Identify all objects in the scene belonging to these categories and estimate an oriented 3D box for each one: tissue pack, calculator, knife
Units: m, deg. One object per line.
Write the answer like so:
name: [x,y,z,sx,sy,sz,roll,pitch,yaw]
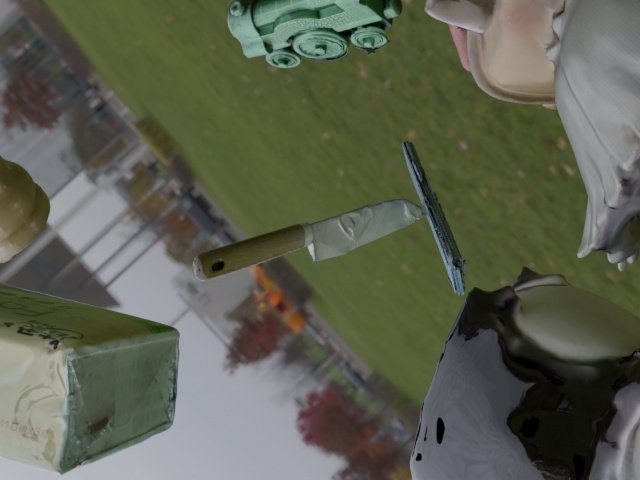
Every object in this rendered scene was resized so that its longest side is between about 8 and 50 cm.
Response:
tissue pack: [-0.462,0.187,1.749,0.405,0.205,0.332,10,-173,20]
calculator: [0.111,-0.026,1.152,0.057,0.018,0.172,74,178,-50]
knife: [-0.002,0.000,1.117,0.017,0.298,0.047,8,110,46]

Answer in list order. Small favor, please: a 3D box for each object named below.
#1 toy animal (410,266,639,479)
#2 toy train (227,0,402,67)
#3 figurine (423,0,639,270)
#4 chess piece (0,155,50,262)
toy animal: [0.243,0.153,0.823,0.310,0.251,0.251,20,165,25]
toy train: [-0.010,-0.223,1.160,0.178,0.071,0.105,-9,161,32]
figurine: [0.125,-0.119,0.551,0.387,0.166,0.207,-113,20,-46]
chess piece: [-0.404,-0.147,1.112,0.117,0.117,0.397,43,165,48]
